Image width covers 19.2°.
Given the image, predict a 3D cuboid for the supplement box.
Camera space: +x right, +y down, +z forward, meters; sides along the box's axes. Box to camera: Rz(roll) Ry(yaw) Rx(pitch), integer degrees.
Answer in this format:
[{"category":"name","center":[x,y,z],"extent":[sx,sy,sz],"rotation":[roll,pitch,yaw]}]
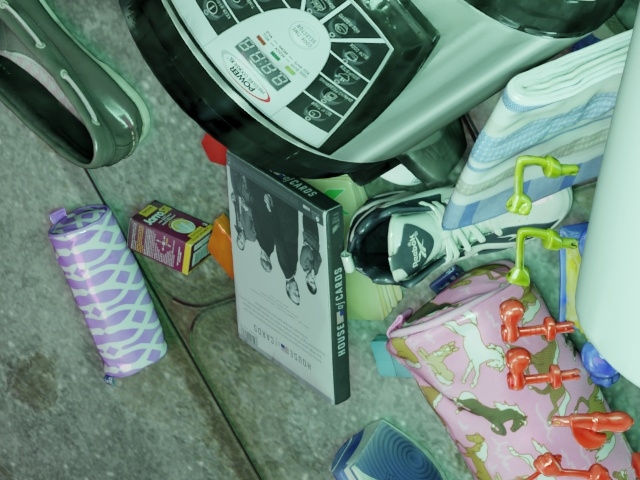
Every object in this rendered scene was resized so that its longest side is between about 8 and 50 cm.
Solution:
[{"category":"supplement box","center":[-0.168,-0.004,2.127],"extent":[0.083,0.055,0.043],"rotation":[23,125,19]}]

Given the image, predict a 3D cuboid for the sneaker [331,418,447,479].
[{"category":"sneaker","center":[0.100,0.374,2.131],"extent":[0.315,0.127,0.182],"rotation":[49,129,-4]}]

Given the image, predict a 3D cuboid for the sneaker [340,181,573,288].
[{"category":"sneaker","center":[0.124,-0.008,1.853],"extent":[0.235,0.153,0.094],"rotation":[-5,110,22]}]

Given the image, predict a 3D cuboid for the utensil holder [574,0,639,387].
[{"category":"utensil holder","center":[0.380,-0.085,1.450],"extent":[0.327,0.327,0.385],"rotation":[23,122,20]}]

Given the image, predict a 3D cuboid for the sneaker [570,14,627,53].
[{"category":"sneaker","center":[0.242,-0.181,1.755],"extent":[0.084,0.058,0.152],"rotation":[-34,102,32]}]

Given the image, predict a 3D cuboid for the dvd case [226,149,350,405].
[{"category":"dvd case","center":[-0.035,0.036,2.000],"extent":[0.179,0.029,0.239],"rotation":[33,136,44]}]

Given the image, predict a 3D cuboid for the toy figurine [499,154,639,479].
[{"category":"toy figurine","center":[0.245,0.032,1.787],"extent":[0.191,0.217,0.363],"rotation":[-7,114,-4]}]

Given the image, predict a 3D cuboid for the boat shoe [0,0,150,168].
[{"category":"boat shoe","center":[-0.335,-0.205,2.088],"extent":[0.335,0.095,0.112],"rotation":[40,131,6]}]

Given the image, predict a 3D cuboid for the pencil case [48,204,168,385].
[{"category":"pencil case","center":[-0.247,0.060,2.202],"extent":[0.088,0.086,0.206],"rotation":[15,127,59]}]

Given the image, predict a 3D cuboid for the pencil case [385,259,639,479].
[{"category":"pencil case","center":[0.220,0.210,1.938],"extent":[0.386,0.160,0.167],"rotation":[59,164,-11]}]

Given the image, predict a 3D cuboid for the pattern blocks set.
[{"category":"pattern blocks set","center":[0.000,0.000,2.039],"extent":[0.285,0.026,0.325],"rotation":[10,121,28]}]

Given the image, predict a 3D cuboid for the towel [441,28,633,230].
[{"category":"towel","center":[0.223,-0.100,1.668],"extent":[0.034,0.209,0.285],"rotation":[63,162,18]}]

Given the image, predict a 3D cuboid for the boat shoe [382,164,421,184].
[{"category":"boat shoe","center":[0.000,-0.174,1.885],"extent":[0.301,0.108,0.102],"rotation":[35,130,8]}]

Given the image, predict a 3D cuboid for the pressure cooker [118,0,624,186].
[{"category":"pressure cooker","center":[0.029,-0.254,1.653],"extent":[0.420,0.375,0.370],"rotation":[-31,61,41]}]
